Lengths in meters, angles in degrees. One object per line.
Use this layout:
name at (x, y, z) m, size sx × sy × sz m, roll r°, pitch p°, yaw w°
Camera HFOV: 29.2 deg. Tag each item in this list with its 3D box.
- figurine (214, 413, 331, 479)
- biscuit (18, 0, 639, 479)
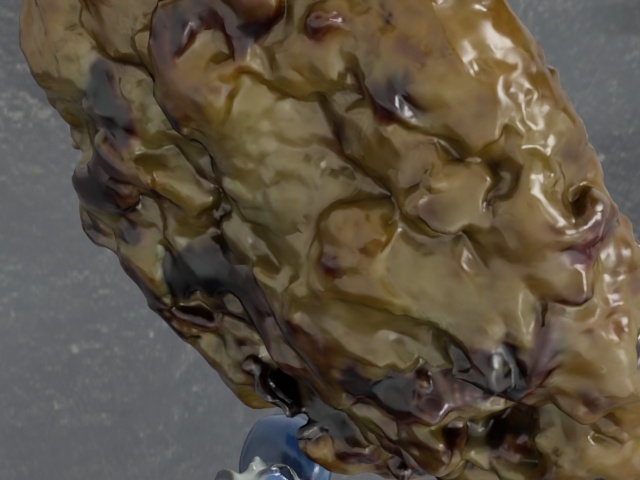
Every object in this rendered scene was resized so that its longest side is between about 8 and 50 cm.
figurine at (-0.065, 0.259, 0.697) m, size 0.283 × 0.204 × 0.338 m, roll 22°, pitch 63°, yaw -27°
biscuit at (-0.003, 0.000, 0.518) m, size 0.334 × 0.289 × 0.081 m, roll 52°, pitch 57°, yaw -19°
